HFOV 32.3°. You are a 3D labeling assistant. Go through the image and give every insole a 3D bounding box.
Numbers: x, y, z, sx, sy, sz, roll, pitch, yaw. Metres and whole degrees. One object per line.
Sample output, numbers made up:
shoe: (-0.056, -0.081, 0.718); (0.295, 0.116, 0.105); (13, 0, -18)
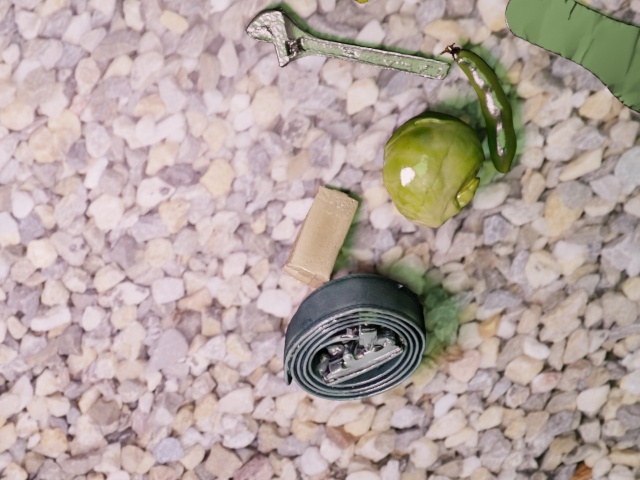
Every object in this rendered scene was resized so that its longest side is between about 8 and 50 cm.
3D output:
insole: (0.441, -0.286, 1.692); (0.348, 0.009, 0.119); (26, 110, -4)

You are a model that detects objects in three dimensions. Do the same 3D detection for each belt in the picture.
belt: (0.049, 0.171, 1.824); (0.267, 0.116, 0.206); (-35, 123, 26)

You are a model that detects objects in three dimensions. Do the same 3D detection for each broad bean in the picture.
broad bean: (0.259, -0.211, 1.724); (0.069, 0.039, 0.227); (-28, 105, 9)

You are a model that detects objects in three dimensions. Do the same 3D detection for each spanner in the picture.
spanner: (0.042, -0.296, 1.724); (0.325, 0.026, 0.093); (11, 110, 0)

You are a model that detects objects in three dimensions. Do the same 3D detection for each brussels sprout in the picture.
brussels sprout: (0.165, -0.114, 1.727); (0.145, 0.131, 0.183); (20, 112, -25)

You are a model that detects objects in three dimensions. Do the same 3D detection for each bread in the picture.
bread: (0.000, -0.004, 1.838); (0.077, 0.105, 0.152); (24, 79, -3)

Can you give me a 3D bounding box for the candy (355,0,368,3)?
candy: (0.095, -0.406, 1.677); (0.123, 0.035, 0.035); (-40, 113, 9)
